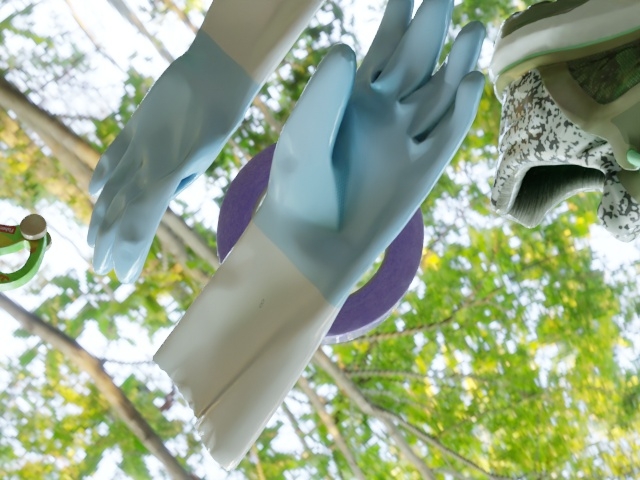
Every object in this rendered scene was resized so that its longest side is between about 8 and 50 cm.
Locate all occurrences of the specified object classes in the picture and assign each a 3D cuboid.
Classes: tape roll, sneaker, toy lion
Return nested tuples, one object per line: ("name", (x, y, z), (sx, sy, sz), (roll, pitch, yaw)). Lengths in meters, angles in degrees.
("tape roll", (0.000, 0.000, 1.008), (0.189, 0.080, 0.189), (0, -101, 0))
("sneaker", (0.256, -0.080, 0.731), (0.410, 0.158, 0.182), (-8, -117, 62))
("toy lion", (-0.288, 0.018, 0.913), (0.100, 0.034, 0.096), (10, -122, 3))

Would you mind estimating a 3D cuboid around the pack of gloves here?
("pack of gloves", (-0.040, -0.047, 0.503), (0.232, 0.046, 0.195), (-56, -130, 15))
